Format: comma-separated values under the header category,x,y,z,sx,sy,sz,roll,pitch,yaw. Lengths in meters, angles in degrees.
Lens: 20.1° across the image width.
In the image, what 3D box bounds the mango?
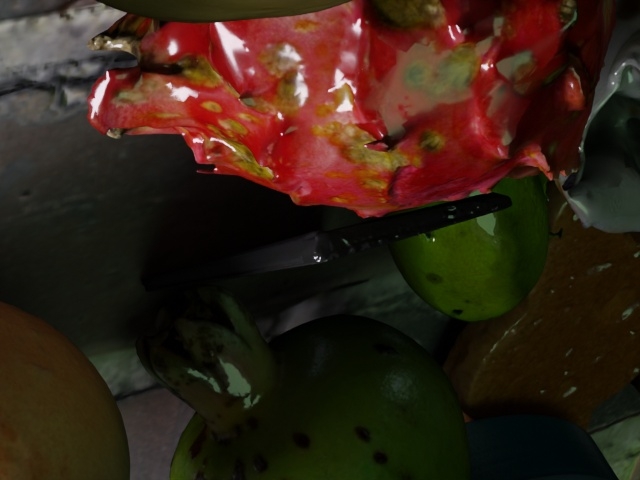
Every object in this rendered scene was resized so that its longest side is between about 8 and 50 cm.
category,x,y,z,sx,sy,sz,roll,pitch,yaw
mango,0.086,-0.027,1.098,0.178,0.100,0.119,70,30,-46

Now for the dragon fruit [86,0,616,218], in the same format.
category,x,y,z,sx,sy,sz,roll,pitch,yaw
dragon fruit,0.015,-0.106,0.880,0.268,0.210,0.205,-15,151,-2

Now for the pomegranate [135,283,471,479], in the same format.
category,x,y,z,sx,sy,sz,roll,pitch,yaw
pomegranate,-0.016,0.127,1.103,0.202,0.202,0.248,-44,113,2

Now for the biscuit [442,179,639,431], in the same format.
category,x,y,z,sx,sy,sz,roll,pitch,yaw
biscuit,0.179,0.055,1.301,0.202,0.047,0.334,-6,131,-37

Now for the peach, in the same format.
category,x,y,z,sx,sy,sz,roll,pitch,yaw
peach,-0.217,0.118,0.905,0.232,0.232,0.232,-24,140,-23

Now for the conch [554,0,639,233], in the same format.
category,x,y,z,sx,sy,sz,roll,pitch,yaw
conch,0.236,-0.097,1.120,0.183,0.149,0.275,-37,144,26

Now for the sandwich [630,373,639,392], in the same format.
category,x,y,z,sx,sy,sz,roll,pitch,yaw
sandwich,0.416,0.169,1.450,0.131,0.262,0.325,-51,142,8

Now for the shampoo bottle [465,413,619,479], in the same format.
category,x,y,z,sx,sy,sz,roll,pitch,yaw
shampoo bottle,0.136,0.356,1.268,0.331,0.343,0.331,-20,145,-14

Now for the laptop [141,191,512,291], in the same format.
category,x,y,z,sx,sy,sz,roll,pitch,yaw
laptop,0.000,0.000,1.006,0.135,0.197,0.016,-14,92,-34

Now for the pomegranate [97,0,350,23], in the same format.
category,x,y,z,sx,sy,sz,roll,pitch,yaw
pomegranate,-0.007,-0.225,0.659,0.319,0.319,0.319,-24,140,-23
